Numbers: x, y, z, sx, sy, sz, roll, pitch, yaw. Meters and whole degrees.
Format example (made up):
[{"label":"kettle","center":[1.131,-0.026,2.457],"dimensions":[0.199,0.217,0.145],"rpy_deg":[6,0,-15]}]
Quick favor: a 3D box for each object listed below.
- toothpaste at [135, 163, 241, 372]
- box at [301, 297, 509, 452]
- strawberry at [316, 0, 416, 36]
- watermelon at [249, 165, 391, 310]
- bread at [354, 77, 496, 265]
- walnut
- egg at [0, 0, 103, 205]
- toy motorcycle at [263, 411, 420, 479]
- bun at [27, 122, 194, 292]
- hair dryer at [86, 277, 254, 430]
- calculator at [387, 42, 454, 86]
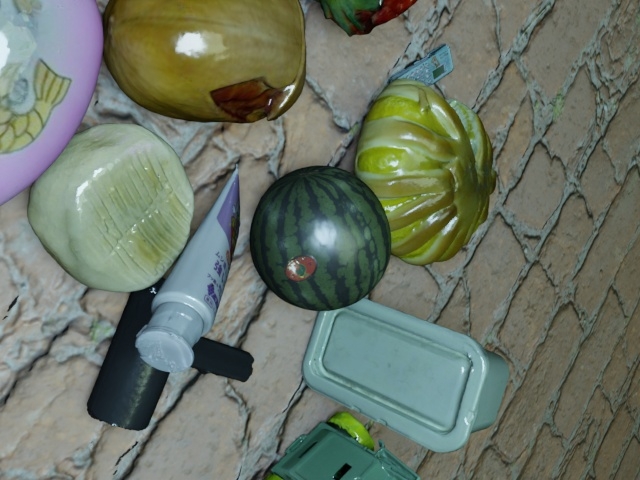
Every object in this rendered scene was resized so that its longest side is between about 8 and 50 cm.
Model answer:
[{"label":"toothpaste","center":[-0.141,0.029,0.789],"dimensions":[0.299,0.073,0.114],"rpy_deg":[-74,170,-50]},{"label":"box","center":[0.151,0.209,1.048],"dimensions":[0.182,0.312,0.175],"rpy_deg":[16,91,-51]},{"label":"strawberry","center":[0.064,-0.437,0.837],"dimensions":[0.238,0.250,0.288],"rpy_deg":[30,81,-7]},{"label":"watermelon","center":[0.000,0.000,0.915],"dimensions":[0.212,0.212,0.212],"rpy_deg":[-13,110,-39]},{"label":"bread","center":[0.190,-0.106,1.062],"dimensions":[0.333,0.160,0.333],"rpy_deg":[-10,103,-51]},{"label":"walnut","center":[-0.118,-0.237,0.757],"dimensions":[0.298,0.203,0.203],"rpy_deg":[-22,116,-55]},{"label":"egg","center":[-0.315,-0.156,0.600],"dimensions":[0.196,0.196,0.271],"rpy_deg":[3,110,-42]},{"label":"toy motorcycle","center":[0.077,0.444,1.022],"dimensions":[0.191,0.326,0.200],"rpy_deg":[-35,125,-30]},{"label":"bun","center":[-0.243,-0.038,0.743],"dimensions":[0.178,0.128,0.193],"rpy_deg":[-48,139,-23]},{"label":"hair dryer","center":[-0.181,0.166,0.885],"dimensions":[0.251,0.089,0.197],"rpy_deg":[27,83,-49]},{"label":"calculator","center":[0.180,-0.295,1.127],"dimensions":[0.172,0.018,0.057],"rpy_deg":[-37,125,-31]}]
